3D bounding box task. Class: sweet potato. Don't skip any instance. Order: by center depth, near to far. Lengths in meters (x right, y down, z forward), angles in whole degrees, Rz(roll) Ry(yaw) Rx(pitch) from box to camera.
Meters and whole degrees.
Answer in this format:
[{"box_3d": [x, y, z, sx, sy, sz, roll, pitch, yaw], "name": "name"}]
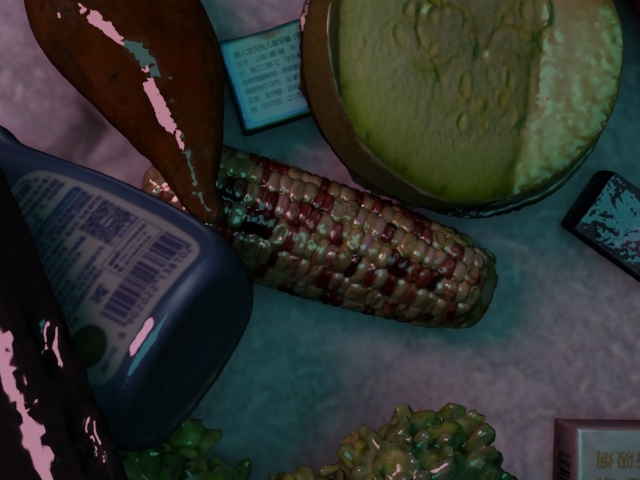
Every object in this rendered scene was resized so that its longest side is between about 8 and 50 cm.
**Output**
[{"box_3d": [-0.140, -0.160, 1.008, 0.112, 0.112, 0.359, -27, 70, -5], "name": "sweet potato"}]

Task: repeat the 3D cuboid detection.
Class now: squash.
[{"box_3d": [0.098, -0.124, 0.976, 0.220, 0.133, 0.220, 0, 88, -11], "name": "squash"}]

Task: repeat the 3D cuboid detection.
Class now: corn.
[{"box_3d": [0.000, 0.000, 1.033, 0.253, 0.086, 0.086, 19, 88, -6], "name": "corn"}]

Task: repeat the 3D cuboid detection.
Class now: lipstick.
[{"box_3d": [0.309, 0.060, 1.077, 0.312, 0.051, 0.051, 35, 88, -5], "name": "lipstick"}]

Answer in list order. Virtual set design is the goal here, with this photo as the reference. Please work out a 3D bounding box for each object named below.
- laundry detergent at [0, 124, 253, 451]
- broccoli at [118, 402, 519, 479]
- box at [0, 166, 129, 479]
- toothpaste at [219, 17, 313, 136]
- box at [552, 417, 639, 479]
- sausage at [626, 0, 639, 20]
[{"box_3d": [-0.185, 0.008, 0.969, 0.289, 0.094, 0.143, 29, 80, 28], "name": "laundry detergent"}, {"box_3d": [-0.028, 0.242, 0.943, 0.338, 0.317, 0.277, 22, 60, -28], "name": "broccoli"}, {"box_3d": [-0.270, 0.135, 0.889, 0.359, 0.091, 0.350, -36, 67, 27], "name": "box"}, {"box_3d": [0.065, -0.142, 1.057, 0.266, 0.050, 0.065, -18, 92, -5], "name": "toothpaste"}, {"box_3d": [0.234, 0.240, 1.059, 0.149, 0.067, 0.233, 1, 90, -5], "name": "box"}, {"box_3d": [0.289, -0.158, 1.026, 0.148, 0.148, 0.254, -23, 80, -5], "name": "sausage"}]
